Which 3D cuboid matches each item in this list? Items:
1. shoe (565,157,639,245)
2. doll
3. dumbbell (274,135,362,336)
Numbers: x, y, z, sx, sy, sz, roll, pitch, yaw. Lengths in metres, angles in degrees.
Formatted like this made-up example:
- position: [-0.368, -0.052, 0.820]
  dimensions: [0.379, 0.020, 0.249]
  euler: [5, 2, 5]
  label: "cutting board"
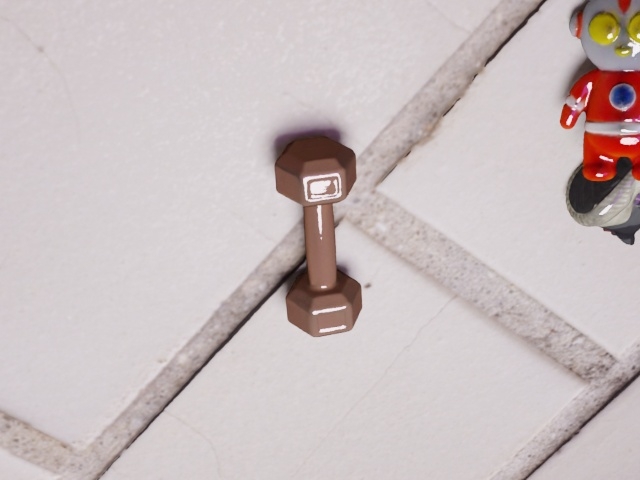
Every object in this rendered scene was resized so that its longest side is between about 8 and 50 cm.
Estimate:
- position: [0.397, -0.085, 1.240]
  dimensions: [0.227, 0.099, 0.112]
  euler: [-40, 127, 15]
  label: "shoe"
- position: [0.332, -0.185, 1.148]
  dimensions: [0.142, 0.076, 0.245]
  euler: [4, 106, 21]
  label: "doll"
- position: [0.000, 0.000, 1.191]
  dimensions: [0.092, 0.082, 0.230]
  euler: [-8, 121, -8]
  label: "dumbbell"
